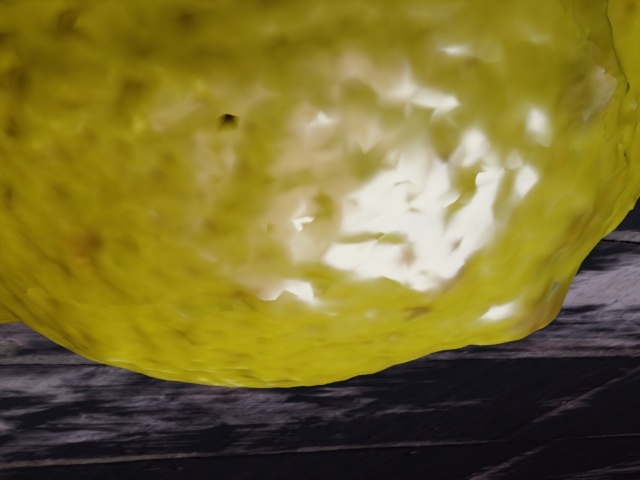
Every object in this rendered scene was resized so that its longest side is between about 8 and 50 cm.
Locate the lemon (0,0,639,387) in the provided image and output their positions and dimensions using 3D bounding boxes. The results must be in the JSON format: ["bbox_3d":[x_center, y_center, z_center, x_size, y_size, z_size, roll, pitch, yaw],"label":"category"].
[{"bbox_3d":[-0.034,-0.108,0.698,0.387,0.350,0.350,-11,161,13],"label":"lemon"}]

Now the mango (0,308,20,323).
[{"bbox_3d":[-0.126,-0.021,1.160,0.331,0.142,0.195,-8,154,-13],"label":"mango"}]
